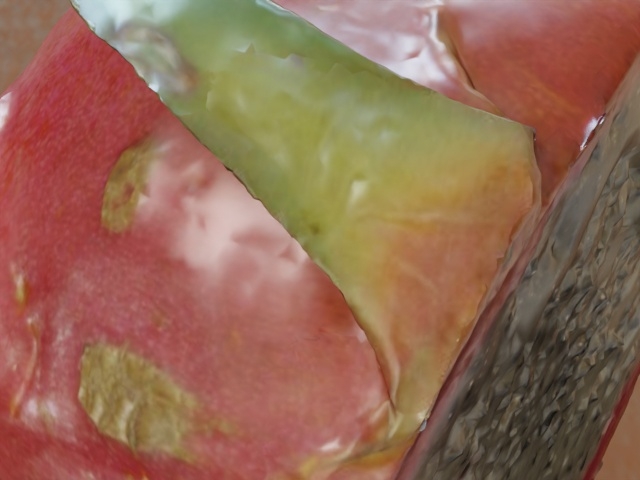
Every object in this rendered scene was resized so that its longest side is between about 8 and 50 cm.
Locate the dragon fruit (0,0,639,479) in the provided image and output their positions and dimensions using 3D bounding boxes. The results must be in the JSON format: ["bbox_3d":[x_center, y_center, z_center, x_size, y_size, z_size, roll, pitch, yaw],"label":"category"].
[{"bbox_3d":[0.000,0.000,0.555,0.189,0.290,0.290,30,47,20],"label":"dragon fruit"}]
